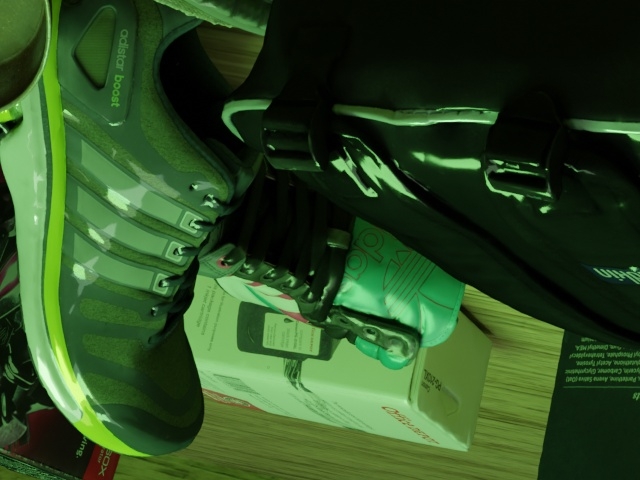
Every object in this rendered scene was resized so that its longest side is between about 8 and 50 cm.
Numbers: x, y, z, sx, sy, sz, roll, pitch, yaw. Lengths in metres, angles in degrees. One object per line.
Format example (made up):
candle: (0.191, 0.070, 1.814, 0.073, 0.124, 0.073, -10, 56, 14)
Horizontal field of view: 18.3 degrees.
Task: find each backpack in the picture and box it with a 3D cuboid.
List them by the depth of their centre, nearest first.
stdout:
backpack: (0.121, -0.052, 0.703, 0.225, 0.191, 0.253, 5, 157, 42)

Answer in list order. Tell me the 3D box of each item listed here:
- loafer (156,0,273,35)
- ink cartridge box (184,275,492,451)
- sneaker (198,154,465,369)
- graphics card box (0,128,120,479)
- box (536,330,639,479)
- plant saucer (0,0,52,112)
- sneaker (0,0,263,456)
loafer: (-0.087, -0.152, 0.757, 0.251, 0.094, 0.087, 26, 174, -28)
ink cartridge box: (0.001, 0.088, 1.607, 0.237, 0.100, 0.172, 9, 166, 23)
sneaker: (0.000, 0.000, 1.183, 0.178, 0.123, 0.295, 13, 174, 22)
graphics card box: (-0.213, -0.005, 1.148, 0.094, 0.232, 0.371, 11, 166, 30)
box: (0.219, 0.072, 1.086, 0.153, 0.207, 0.108, 23, 164, -34)
plant saucer: (-0.186, -0.131, 0.891, 0.168, 0.029, 0.168, 20, 137, 20)
sneaker: (-0.088, -0.013, 1.009, 0.121, 0.111, 0.300, 0, 123, 14)
